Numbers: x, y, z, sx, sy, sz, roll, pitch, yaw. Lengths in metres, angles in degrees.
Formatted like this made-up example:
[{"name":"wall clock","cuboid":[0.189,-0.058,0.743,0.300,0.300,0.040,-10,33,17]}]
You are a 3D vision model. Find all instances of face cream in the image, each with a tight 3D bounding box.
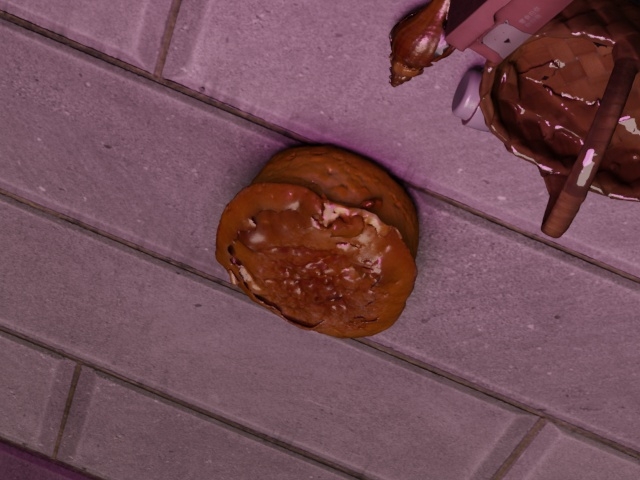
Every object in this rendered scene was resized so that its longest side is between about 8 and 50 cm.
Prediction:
[{"name":"face cream","cuboid":[0.251,-0.206,2.122,0.095,0.091,0.091,20,140,-11]}]

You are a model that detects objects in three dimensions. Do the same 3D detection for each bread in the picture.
[{"name":"bread","cuboid":[0.001,-0.001,2.370,0.337,0.204,0.358,18,143,-1]}]

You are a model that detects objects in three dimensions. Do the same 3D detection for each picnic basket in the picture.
[{"name":"picnic basket","cuboid":[0.366,-0.148,1.912,0.337,0.337,0.293,20,141,1]}]

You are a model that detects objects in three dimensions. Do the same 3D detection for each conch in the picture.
[{"name":"conch","cuboid":[0.162,-0.302,2.062,0.086,0.080,0.232,33,138,-25]}]

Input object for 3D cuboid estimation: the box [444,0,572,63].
[{"name":"box","cuboid":[0.267,-0.366,1.846,0.086,0.215,0.215,28,140,-20]}]
